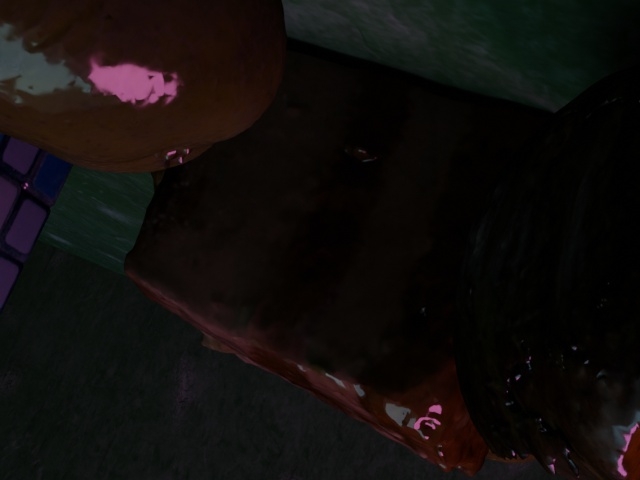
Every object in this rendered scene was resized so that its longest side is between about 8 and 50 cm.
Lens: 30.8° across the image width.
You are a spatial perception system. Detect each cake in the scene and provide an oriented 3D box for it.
[{"bbox_3d":[0.000,0.000,0.735,0.293,0.199,0.196,22,173,21],"label":"cake"}]

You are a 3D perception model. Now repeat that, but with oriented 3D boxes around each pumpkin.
[{"bbox_3d":[0.211,0.045,0.460,0.320,0.192,0.320,25,172,4],"label":"pumpkin"}]

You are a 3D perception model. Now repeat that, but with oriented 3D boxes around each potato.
[{"bbox_3d":[-0.131,-0.122,0.503,0.251,0.159,0.174,38,141,-26],"label":"potato"}]

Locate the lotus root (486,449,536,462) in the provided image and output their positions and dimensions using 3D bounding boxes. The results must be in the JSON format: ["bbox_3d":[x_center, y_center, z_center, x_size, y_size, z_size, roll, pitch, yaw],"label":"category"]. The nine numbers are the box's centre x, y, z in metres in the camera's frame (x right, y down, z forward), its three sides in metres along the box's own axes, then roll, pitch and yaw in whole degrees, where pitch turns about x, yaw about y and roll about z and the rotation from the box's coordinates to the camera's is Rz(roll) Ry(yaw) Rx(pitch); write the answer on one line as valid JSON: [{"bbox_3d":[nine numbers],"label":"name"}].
[{"bbox_3d":[0.157,0.118,1.100,0.154,0.154,0.278,16,164,39],"label":"lotus root"}]

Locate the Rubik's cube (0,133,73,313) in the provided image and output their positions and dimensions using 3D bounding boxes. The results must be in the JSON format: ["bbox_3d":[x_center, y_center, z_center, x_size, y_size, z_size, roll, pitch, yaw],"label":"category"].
[{"bbox_3d":[-0.402,-0.086,0.941,0.293,0.287,0.292,20,169,22],"label":"Rubik's cube"}]
